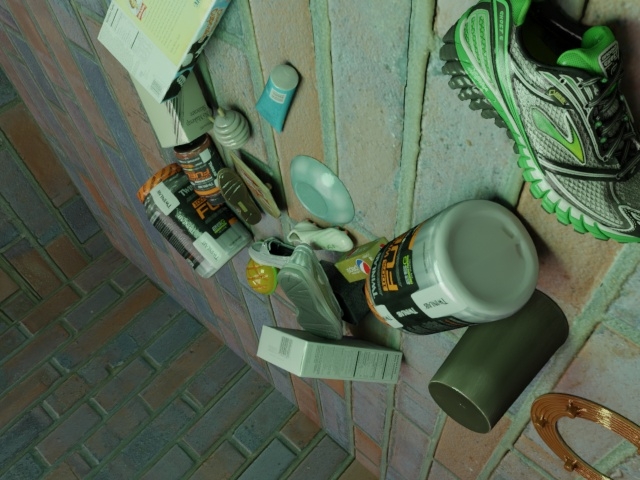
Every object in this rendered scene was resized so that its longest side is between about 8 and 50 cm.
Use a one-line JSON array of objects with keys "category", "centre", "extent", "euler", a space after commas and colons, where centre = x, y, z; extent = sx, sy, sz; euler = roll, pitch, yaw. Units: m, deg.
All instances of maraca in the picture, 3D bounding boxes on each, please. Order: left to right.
[{"category": "maraca", "centre": [-0.180, 0.087, 1.807], "extent": [0.127, 0.099, 0.185], "euler": [25, 123, 30]}]

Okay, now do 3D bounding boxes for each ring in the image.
[{"category": "ring", "centre": [0.583, 0.446, 1.178], "extent": [0.337, 0.032, 0.336], "euler": [36, 155, 20]}]

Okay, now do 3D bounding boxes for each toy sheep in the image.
[{"category": "toy sheep", "centre": [-0.208, -0.259, 1.318], "extent": [0.091, 0.091, 0.132], "euler": [32, 170, 30]}]

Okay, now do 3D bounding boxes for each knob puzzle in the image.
[{"category": "knob puzzle", "centre": [-0.153, -0.132, 1.487], "extent": [0.213, 0.030, 0.213], "euler": [49, 169, 13]}]

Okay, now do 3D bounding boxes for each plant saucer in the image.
[{"category": "plant saucer", "centre": [-0.009, -0.102, 1.294], "extent": [0.195, 0.037, 0.195], "euler": [38, 155, 21]}]

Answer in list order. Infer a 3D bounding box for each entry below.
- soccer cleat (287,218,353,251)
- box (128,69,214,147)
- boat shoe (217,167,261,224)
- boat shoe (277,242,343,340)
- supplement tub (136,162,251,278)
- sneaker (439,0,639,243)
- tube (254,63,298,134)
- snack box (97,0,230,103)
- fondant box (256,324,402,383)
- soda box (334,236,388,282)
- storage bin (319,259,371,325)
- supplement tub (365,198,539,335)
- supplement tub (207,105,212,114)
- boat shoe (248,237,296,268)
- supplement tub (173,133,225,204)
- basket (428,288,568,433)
[{"category": "soccer cleat", "centre": [0.000, 0.000, 1.388], "extent": [0.196, 0.076, 0.068], "euler": [18, 144, 47]}, {"category": "box", "centre": [-0.348, -0.358, 1.285], "extent": [0.094, 0.113, 0.275], "euler": [-4, 120, 34]}, {"category": "boat shoe", "centre": [-0.229, -0.128, 1.586], "extent": [0.072, 0.068, 0.190], "euler": [-112, -4, -56]}, {"category": "boat shoe", "centre": [-0.009, 0.142, 1.414], "extent": [0.118, 0.103, 0.320], "euler": [5, 142, 30]}, {"category": "supplement tub", "centre": [-0.393, -0.064, 1.779], "extent": [0.338, 0.207, 0.207], "euler": [48, 156, -4]}, {"category": "sneaker", "centre": [0.282, -0.138, 0.635], "extent": [0.343, 0.134, 0.146], "euler": [47, 156, 0]}, {"category": "tube", "centre": [-0.091, -0.278, 1.145], "extent": [0.080, 0.052, 0.207], "euler": [52, 161, 0]}, {"category": "snack box", "centre": [-0.294, -0.433, 1.079], "extent": [0.187, 0.060, 0.322], "euler": [47, 134, -2]}, {"category": "fondant box", "centre": [0.025, 0.316, 1.594], "extent": [0.331, 0.096, 0.238], "euler": [15, 175, -34]}, {"category": "soda box", "centre": [0.104, 0.047, 1.313], "extent": [0.061, 0.058, 0.181], "euler": [49, 157, -7]}, {"category": "storage bin", "centre": [0.046, 0.136, 1.517], "extent": [0.180, 0.084, 0.122], "euler": [17, 143, 49]}, {"category": "supplement tub", "centre": [0.206, 0.062, 1.000], "extent": [0.193, 0.193, 0.316], "euler": [47, 156, -1]}, {"category": "supplement tub", "centre": [-0.329, -0.331, 1.422], "extent": [0.107, 0.071, 0.071], "euler": [41, 156, 10]}, {"category": "boat shoe", "centre": [-0.128, 0.030, 1.663], "extent": [0.228, 0.079, 0.081], "euler": [18, 135, 39]}, {"category": "supplement tub", "centre": [-0.318, -0.193, 1.580], "extent": [0.106, 0.106, 0.197], "euler": [24, 148, 41]}, {"category": "basket", "centre": [0.310, 0.217, 1.028], "extent": [0.154, 0.227, 0.204], "euler": [39, 156, 18]}]
